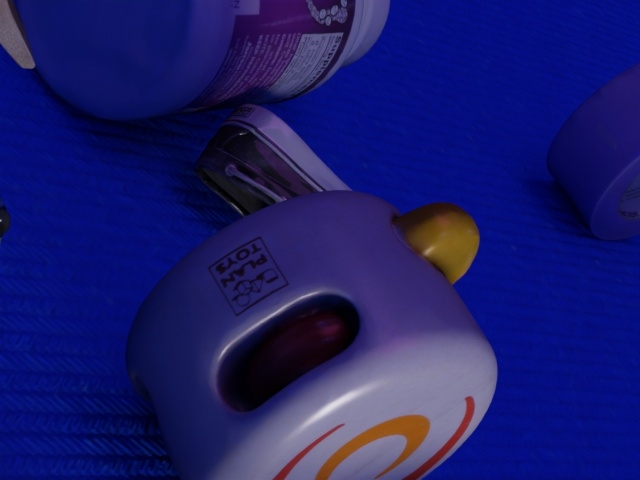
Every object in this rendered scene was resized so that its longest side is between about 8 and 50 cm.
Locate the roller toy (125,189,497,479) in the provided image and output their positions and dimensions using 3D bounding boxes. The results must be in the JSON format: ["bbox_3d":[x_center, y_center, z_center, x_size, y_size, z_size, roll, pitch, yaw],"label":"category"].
[{"bbox_3d":[-0.008,0.069,1.054,0.191,0.209,0.146,-7,54,-39],"label":"roller toy"}]

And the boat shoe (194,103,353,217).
[{"bbox_3d":[0.000,0.000,1.309,0.219,0.078,0.070,42,62,-11],"label":"boat shoe"}]

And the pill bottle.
[{"bbox_3d":[-0.071,-0.182,1.352,0.169,0.169,0.301,51,28,14],"label":"pill bottle"}]

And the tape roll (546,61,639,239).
[{"bbox_3d":[0.313,-0.090,1.711,0.189,0.189,0.080,3,48,-52],"label":"tape roll"}]

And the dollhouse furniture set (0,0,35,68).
[{"bbox_3d":[-0.272,-0.091,0.835,0.135,0.262,0.259,82,-12,-52],"label":"dollhouse furniture set"}]

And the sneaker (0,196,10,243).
[{"bbox_3d":[-0.219,0.036,0.883,0.125,0.139,0.341,22,36,-40],"label":"sneaker"}]
